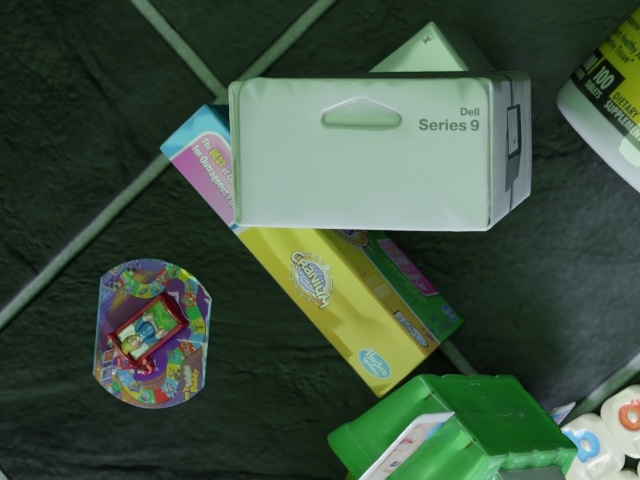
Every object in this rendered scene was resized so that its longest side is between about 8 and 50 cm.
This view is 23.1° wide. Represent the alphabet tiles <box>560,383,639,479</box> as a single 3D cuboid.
[{"bbox_3d":[0.336,0.303,1.617,0.284,0.021,0.278,-34,87,15],"label":"alphabet tiles"}]

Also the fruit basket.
[{"bbox_3d":[0.082,0.294,1.514,0.165,0.327,0.353,42,109,30],"label":"fruit basket"}]

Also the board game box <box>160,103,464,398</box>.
[{"bbox_3d":[0.000,0.000,1.559,0.064,0.242,0.316,-43,85,13],"label":"board game box"}]

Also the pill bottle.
[{"bbox_3d":[0.397,-0.190,1.465,0.188,0.188,0.334,45,104,6],"label":"pill bottle"}]

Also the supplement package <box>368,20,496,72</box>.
[{"bbox_3d":[0.116,-0.143,1.545,0.105,0.179,0.105,-36,86,15],"label":"supplement package"}]

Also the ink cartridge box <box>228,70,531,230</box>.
[{"bbox_3d":[0.060,-0.082,1.322,0.211,0.289,0.121,1,97,14],"label":"ink cartridge box"}]

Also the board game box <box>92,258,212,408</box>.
[{"bbox_3d":[-0.192,0.106,1.726,0.133,0.033,0.169,8,98,14],"label":"board game box"}]
